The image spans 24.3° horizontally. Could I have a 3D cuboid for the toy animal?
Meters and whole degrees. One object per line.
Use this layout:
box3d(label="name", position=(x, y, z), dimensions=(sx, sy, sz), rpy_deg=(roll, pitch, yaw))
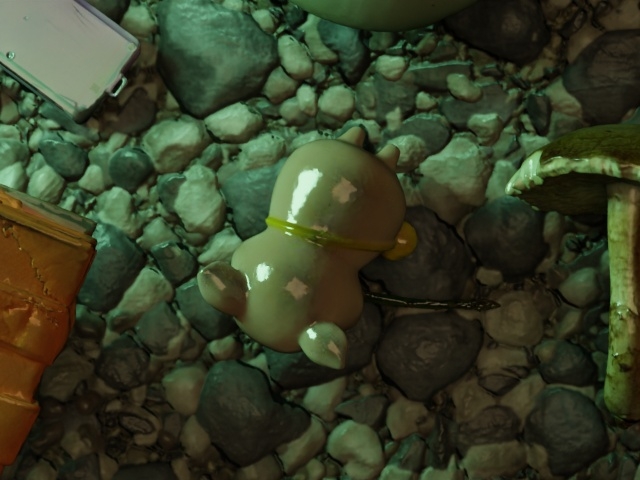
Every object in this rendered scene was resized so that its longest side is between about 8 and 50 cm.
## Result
box3d(label="toy animal", position=(0.003, 0.001, 1.508), dimensions=(0.165, 0.149, 0.248), rpy_deg=(22, 72, 14))

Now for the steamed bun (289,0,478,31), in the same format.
box3d(label="steamed bun", position=(0.065, -0.367, 1.505), dimensions=(0.324, 0.206, 0.324), rpy_deg=(0, 88, -2))

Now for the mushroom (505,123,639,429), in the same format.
box3d(label="mushroom", position=(0.334, 0.018, 1.480), dimensions=(0.208, 0.233, 0.301), rpy_deg=(-26, 86, 3))

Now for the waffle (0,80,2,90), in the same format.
box3d(label="waffle", position=(-0.416, -0.190, 1.549), dimensions=(0.097, 0.023, 0.152), rpy_deg=(-40, 88, -7))

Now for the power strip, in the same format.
box3d(label="power strip", position=(-0.319, -0.238, 1.552), dimensions=(0.279, 0.037, 0.109), rpy_deg=(37, 84, -1))

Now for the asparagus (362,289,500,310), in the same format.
box3d(label="asparagus", position=(0.111, 0.065, 1.568), dimensions=(0.163, 0.016, 0.016), rpy_deg=(4, 66, -3))

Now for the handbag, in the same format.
box3d(label="handbag", position=(-0.412, 0.125, 1.425), dimensions=(0.304, 0.116, 0.410), rpy_deg=(22, 97, -13))
